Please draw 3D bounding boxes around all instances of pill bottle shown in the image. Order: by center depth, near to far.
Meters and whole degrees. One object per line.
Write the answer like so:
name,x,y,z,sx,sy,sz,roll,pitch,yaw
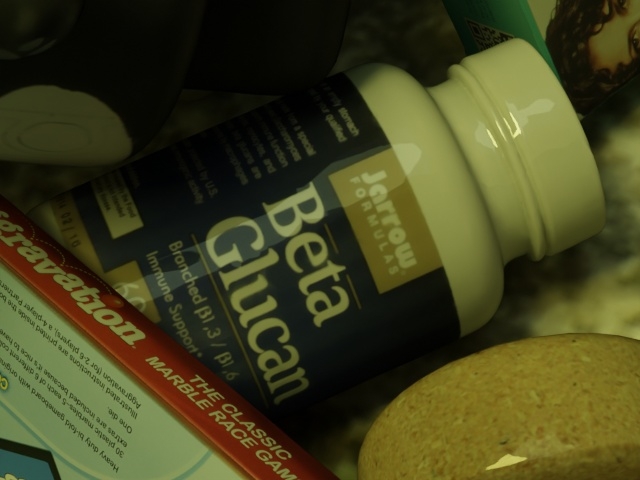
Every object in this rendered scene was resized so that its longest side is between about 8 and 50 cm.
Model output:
pill bottle,0.000,0.000,0.564,0.169,0.094,0.094,-24,55,-5

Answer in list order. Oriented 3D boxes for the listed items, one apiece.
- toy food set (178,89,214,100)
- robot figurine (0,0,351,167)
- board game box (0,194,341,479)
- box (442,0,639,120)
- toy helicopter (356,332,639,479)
toy food set,-0.047,-0.121,0.676,0.232,0.104,0.111,-9,39,-16
robot figurine,-0.126,-0.112,0.490,0.278,0.209,0.174,4,78,-19
board game box,-0.044,0.108,0.484,0.281,0.145,0.027,37,28,30
box,0.144,-0.155,0.626,0.244,0.100,0.060,-38,34,-14
toy helicopter,0.185,0.033,0.387,0.355,0.235,0.140,-6,55,-7
